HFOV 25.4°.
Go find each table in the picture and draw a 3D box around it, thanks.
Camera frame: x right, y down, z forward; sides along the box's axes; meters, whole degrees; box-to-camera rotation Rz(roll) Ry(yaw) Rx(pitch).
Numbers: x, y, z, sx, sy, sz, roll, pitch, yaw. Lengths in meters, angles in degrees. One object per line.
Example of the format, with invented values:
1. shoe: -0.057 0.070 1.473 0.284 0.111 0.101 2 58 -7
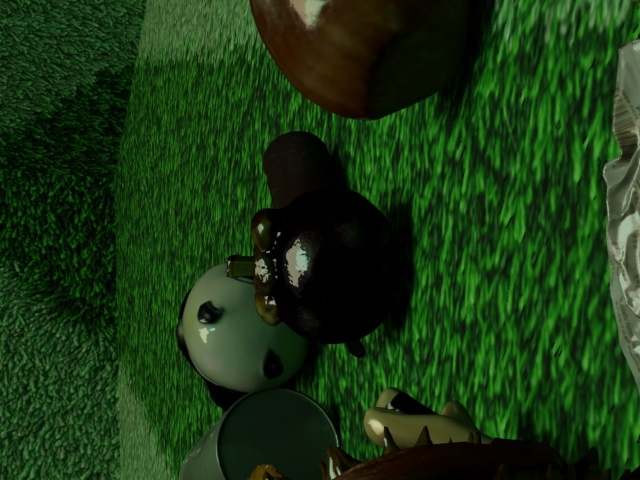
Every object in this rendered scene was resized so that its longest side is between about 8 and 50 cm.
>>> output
1. table: -0.068 0.237 1.470 0.220 0.126 0.126 130 142 -66

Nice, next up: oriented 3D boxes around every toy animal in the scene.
1. toy animal: -0.076 0.104 1.532 0.138 0.166 0.179 -55 3 -19

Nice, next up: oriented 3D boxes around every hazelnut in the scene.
1. hazelnut: 0.028 -0.179 1.105 0.182 0.182 0.182 -176 90 -76

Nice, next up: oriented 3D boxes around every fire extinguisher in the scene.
1. fire extinguisher: 0.000 0.000 1.392 0.267 0.072 0.089 -105 -11 -51

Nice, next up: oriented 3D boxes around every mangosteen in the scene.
1. mangosteen: -0.007 0.022 1.235 0.137 0.151 0.137 1 -90 -86

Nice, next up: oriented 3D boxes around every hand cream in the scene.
1. hand cream: 0.179 -0.005 0.728 0.084 0.050 0.257 180 91 -73

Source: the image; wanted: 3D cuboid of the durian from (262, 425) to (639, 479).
1. durian: 0.069 0.232 0.501 0.384 0.348 0.347 -122 38 -61

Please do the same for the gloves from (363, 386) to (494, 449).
1. gloves: 0.083 0.208 0.835 0.301 0.152 0.197 -102 28 -44

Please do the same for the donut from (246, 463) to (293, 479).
1. donut: -0.030 0.343 1.250 0.277 0.108 0.277 -164 90 -71

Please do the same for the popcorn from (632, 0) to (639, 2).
1. popcorn: 0.151 -0.220 0.586 0.212 0.259 0.259 88 176 -55
